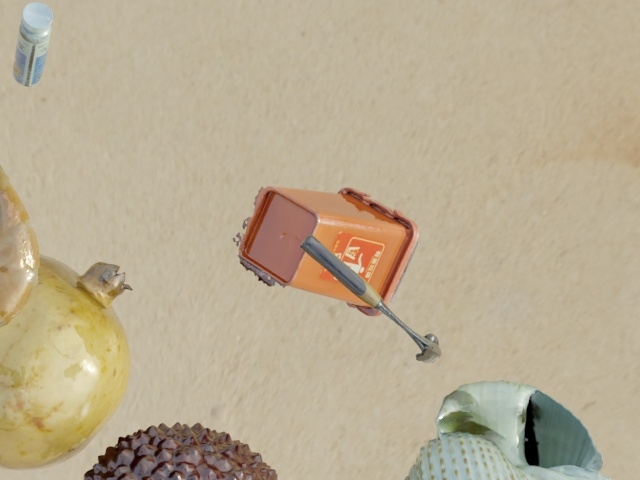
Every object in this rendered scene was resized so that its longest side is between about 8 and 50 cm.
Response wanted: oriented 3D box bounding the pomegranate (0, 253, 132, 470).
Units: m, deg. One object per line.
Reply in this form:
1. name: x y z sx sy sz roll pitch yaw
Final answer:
1. pomegranate: -0.417 0.155 1.764 0.342 0.342 0.342 3 71 -8

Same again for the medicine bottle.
1. medicine bottle: -0.462 -0.312 1.938 0.051 0.191 0.051 7 66 -17

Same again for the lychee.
1. lychee: -0.203 0.412 1.756 0.330 0.306 0.306 43 67 -29

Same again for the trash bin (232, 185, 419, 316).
1. trash bin: 0.000 0.000 1.725 0.184 0.239 0.161 32 102 38

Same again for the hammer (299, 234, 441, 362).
1. hammer: 0.057 0.065 1.326 0.201 0.078 0.021 41 102 -7

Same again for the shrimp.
1. shrimp: -0.301 -0.033 0.892 0.133 0.053 0.236 -30 85 -8

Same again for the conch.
1. conch: 0.184 0.247 1.245 0.200 0.131 0.172 12 40 -8
